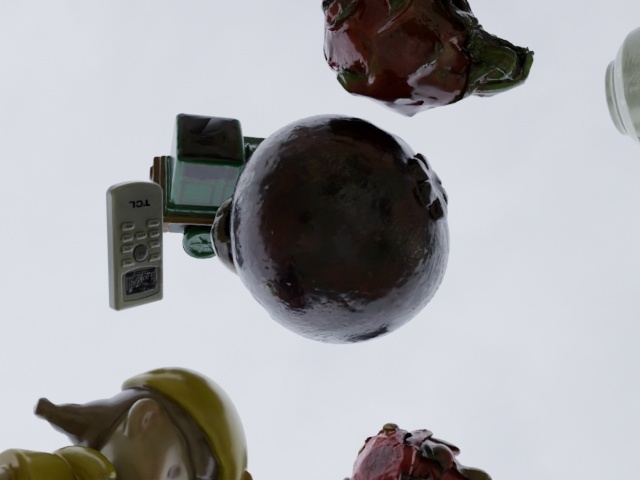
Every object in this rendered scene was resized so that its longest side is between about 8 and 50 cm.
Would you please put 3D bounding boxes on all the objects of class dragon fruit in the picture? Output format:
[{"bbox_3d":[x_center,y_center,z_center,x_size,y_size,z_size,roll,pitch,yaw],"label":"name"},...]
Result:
[{"bbox_3d":[0.131,-0.264,0.762,0.269,0.200,0.198,-2,-128,24],"label":"dragon fruit"},{"bbox_3d":[0.198,0.485,1.089,0.243,0.307,0.227,28,-88,-45],"label":"dragon fruit"}]

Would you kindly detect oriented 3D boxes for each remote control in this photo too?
[{"bbox_3d":[-0.272,0.006,0.867,0.088,0.029,0.189,-11,-71,-50],"label":"remote control"}]

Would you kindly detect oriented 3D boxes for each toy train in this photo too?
[{"bbox_3d":[-0.139,-0.103,1.098,0.430,0.249,0.178,2,-130,-17],"label":"toy train"}]

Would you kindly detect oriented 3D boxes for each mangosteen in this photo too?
[{"bbox_3d":[0.000,0.000,0.799,0.306,0.360,0.306,39,-144,-35],"label":"mangosteen"}]

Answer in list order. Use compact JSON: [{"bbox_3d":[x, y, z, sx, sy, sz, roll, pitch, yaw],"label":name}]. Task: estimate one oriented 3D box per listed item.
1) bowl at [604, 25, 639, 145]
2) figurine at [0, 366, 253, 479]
[{"bbox_3d":[0.538,-0.242,0.930,0.238,0.126,0.237,7,-100,-43],"label":"bowl"},{"bbox_3d":[-0.210,0.238,0.582,0.187,0.344,0.215,18,-90,28],"label":"figurine"}]
